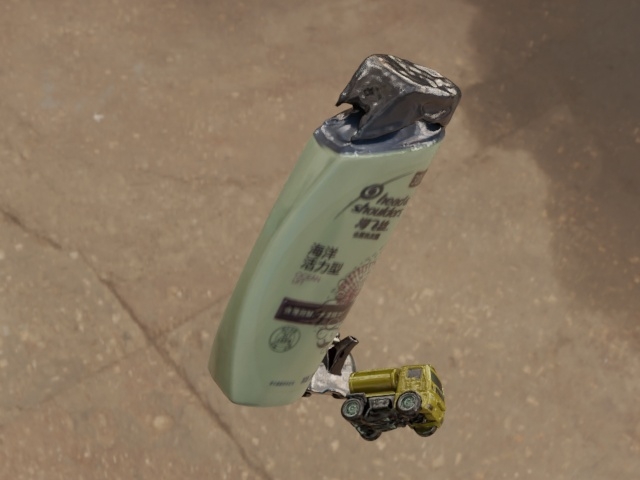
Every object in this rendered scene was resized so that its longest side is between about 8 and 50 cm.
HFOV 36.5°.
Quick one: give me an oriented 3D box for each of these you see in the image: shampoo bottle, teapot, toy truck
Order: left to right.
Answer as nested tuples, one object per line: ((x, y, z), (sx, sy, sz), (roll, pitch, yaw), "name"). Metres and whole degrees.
((-0.021, 0.139, 1.177), (0.087, 0.177, 0.096), (18, 73, -41), "teapot")
((0.000, 0.000, 0.900), (0.134, 0.359, 0.078), (2, 35, -41), "shampoo bottle")
((0.065, 0.135, 0.827), (0.083, 0.049, 0.054), (-9, 53, 24), "toy truck")
